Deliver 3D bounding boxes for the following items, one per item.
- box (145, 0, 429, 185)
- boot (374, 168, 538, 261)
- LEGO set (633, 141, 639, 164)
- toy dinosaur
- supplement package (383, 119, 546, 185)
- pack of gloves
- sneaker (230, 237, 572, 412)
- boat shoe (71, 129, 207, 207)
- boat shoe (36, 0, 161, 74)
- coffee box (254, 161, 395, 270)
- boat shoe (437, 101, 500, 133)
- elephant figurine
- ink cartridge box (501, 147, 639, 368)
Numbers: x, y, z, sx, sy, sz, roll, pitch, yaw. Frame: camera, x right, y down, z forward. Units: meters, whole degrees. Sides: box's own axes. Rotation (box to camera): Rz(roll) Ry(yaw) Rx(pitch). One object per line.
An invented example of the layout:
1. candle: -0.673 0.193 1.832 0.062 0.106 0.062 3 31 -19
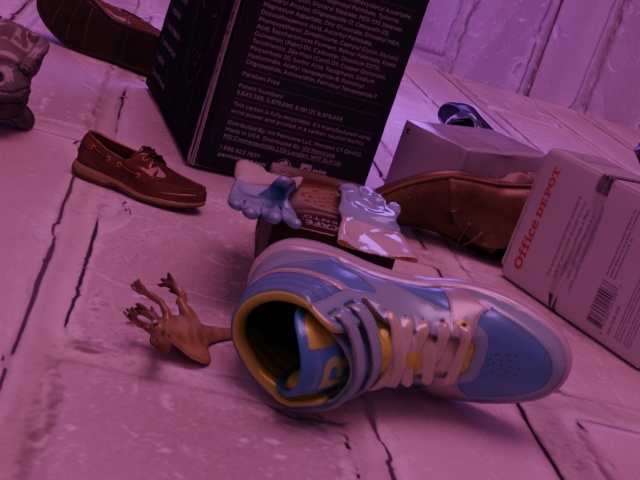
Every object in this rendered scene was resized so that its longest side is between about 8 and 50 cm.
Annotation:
1. box: -0.057 -0.381 1.694 0.297 0.471 0.480 11 19 -21
2. boot: 0.208 -0.032 1.518 0.305 0.115 0.112 -1 -21 -9
3. LEGO set: 0.728 -0.106 1.842 0.255 0.331 0.192 -23 12 -18
4. toy dinosaur: -0.127 0.079 0.957 0.092 0.053 0.183 44 13 19
5. supplement package: 0.239 -0.105 1.707 0.244 0.134 0.139 -1 26 -47
6. pack of gloves: 0.003 -0.052 1.120 0.195 0.046 0.232 12 16 -5
7. sneaker: 0.066 0.104 0.933 0.319 0.127 0.208 13 17 8
8. boat shoe: -0.226 -0.089 1.323 0.178 0.060 0.064 19 17 4
9. boat shoe: -0.410 -0.404 2.052 0.307 0.110 0.104 31 15 7
10. coffee box: 0.000 0.000 1.210 0.141 0.098 0.246 13 18 -8
11. boat shoe: 0.318 -0.262 2.347 0.079 0.084 0.233 10 22 -26
12. elephant figurine: -0.441 -0.216 1.405 0.239 0.186 0.169 38 -19 23
13. ink cartridge box: 0.390 0.018 1.377 0.114 0.197 0.273 6 21 -36
